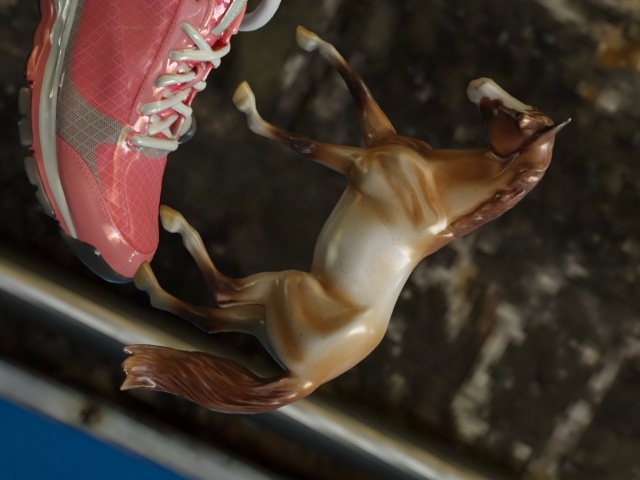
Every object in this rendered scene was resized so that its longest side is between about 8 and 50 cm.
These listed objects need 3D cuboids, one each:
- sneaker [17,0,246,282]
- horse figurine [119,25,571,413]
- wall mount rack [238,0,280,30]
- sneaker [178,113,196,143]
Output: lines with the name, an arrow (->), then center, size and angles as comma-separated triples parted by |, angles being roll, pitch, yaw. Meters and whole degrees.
sneaker -> -0.111, -0.129, 1.257 | 0.136, 0.313, 0.116 | -1, -179, 19
horse figurine -> 0.000, 0.000, 1.114 | 0.174, 0.263, 0.066 | 34, 178, 14
wall mount rack -> -0.025, -0.338, 1.398 | 0.130, 0.350, 0.304 | -15, 177, -37
sneaker -> -0.135, -0.110, 1.426 | 0.109, 0.040, 0.044 | 40, 172, -1
